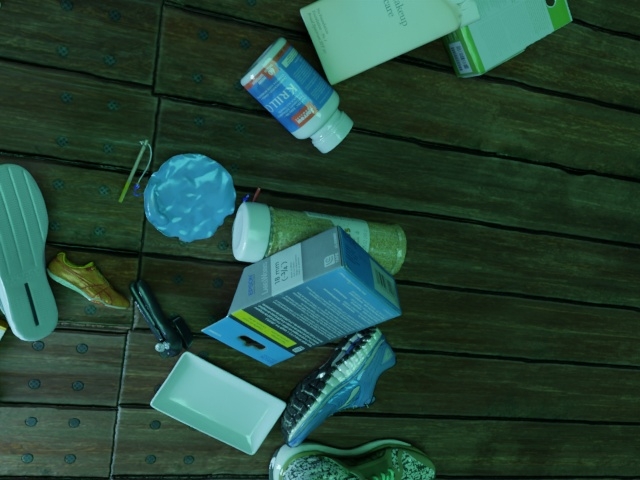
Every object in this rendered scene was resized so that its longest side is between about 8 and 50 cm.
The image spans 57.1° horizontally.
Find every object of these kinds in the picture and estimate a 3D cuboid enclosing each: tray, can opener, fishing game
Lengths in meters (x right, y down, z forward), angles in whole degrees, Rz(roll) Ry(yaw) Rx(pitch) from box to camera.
[{"bbox_3d":[-0.223,0.360,1.308,0.270,0.030,0.145,33,92,-19],"label":"tray"},{"bbox_3d":[-0.341,0.164,1.228,0.059,0.073,0.186,-23,107,31],"label":"can opener"},{"bbox_3d":[-0.265,-0.086,1.201,0.264,0.041,0.189,17,104,-24],"label":"fishing game"}]

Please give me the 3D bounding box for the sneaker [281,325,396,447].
[{"bbox_3d":[0.048,0.350,1.331,0.330,0.130,0.147,-44,107,-3],"label":"sneaker"}]

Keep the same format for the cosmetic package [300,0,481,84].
[{"bbox_3d":[0.133,-0.441,1.149,0.309,0.113,0.160,-22,107,11],"label":"cosmetic package"}]

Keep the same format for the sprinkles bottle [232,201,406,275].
[{"bbox_3d":[0.000,0.000,1.238,0.355,0.121,0.121,7,99,-21],"label":"sprinkles bottle"}]

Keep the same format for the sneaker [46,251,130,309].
[{"bbox_3d":[-0.453,0.083,1.171,0.175,0.064,0.067,35,80,-22],"label":"sneaker"}]

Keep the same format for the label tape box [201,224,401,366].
[{"bbox_3d":[-0.040,0.125,1.204,0.334,0.105,0.240,-25,140,22],"label":"label tape box"}]

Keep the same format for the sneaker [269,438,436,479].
[{"bbox_3d":[0.094,0.571,1.360,0.410,0.182,0.158,5,100,-17],"label":"sneaker"}]

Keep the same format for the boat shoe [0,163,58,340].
[{"bbox_3d":[-0.579,0.024,1.088,0.121,0.119,0.335,-16,111,-48],"label":"boat shoe"}]

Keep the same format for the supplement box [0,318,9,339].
[{"bbox_3d":[-0.662,0.194,1.147,0.062,0.036,0.098,32,91,-19],"label":"supplement box"}]

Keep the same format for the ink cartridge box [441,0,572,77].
[{"bbox_3d":[0.388,-0.494,1.268,0.255,0.097,0.188,-30,107,-9],"label":"ink cartridge box"}]

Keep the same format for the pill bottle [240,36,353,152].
[{"bbox_3d":[-0.041,-0.283,1.175,0.221,0.124,0.124,42,88,-18],"label":"pill bottle"}]
